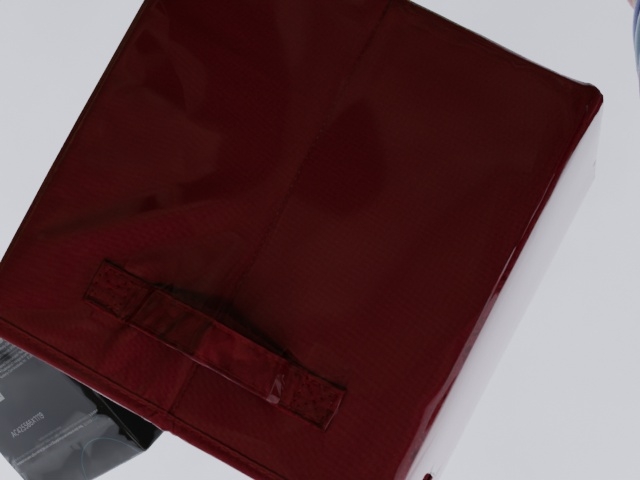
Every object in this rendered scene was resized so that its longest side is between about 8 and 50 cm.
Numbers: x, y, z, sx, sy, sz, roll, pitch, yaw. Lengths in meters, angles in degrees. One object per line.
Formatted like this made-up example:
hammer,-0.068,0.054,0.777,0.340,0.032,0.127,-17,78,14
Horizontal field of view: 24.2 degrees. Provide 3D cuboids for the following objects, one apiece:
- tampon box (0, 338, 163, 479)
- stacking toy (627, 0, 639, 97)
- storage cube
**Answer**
tampon box,-0.116,0.052,0.863,0.120,0.101,0.161,-33,-171,45
stacking toy,0.202,-0.113,0.731,0.141,0.141,0.330,-26,-163,11
storage cube,0.000,0.000,0.651,0.184,0.215,0.193,27,-94,12
